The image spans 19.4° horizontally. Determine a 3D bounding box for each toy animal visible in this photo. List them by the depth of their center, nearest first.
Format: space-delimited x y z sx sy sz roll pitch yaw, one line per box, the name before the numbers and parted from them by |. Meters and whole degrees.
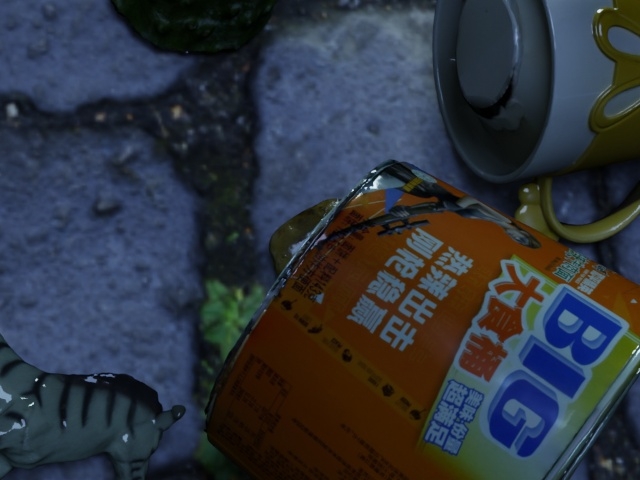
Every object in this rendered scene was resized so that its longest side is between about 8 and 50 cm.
toy animal | -0.216 0.103 1.253 0.217 0.073 0.176 46 60 10

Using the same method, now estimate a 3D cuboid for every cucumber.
cucumber | -0.062 -0.236 1.326 0.134 0.244 0.134 8 65 -18

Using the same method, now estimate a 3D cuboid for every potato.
potato | 0.000 0.000 1.362 0.083 0.040 0.051 -30 75 -24

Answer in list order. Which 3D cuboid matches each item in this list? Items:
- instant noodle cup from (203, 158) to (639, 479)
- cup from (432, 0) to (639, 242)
instant noodle cup | 0.072 0.095 1.212 0.214 0.296 0.296 35 65 10
cup | 0.213 -0.115 1.407 0.226 0.185 0.241 -7 107 -23
